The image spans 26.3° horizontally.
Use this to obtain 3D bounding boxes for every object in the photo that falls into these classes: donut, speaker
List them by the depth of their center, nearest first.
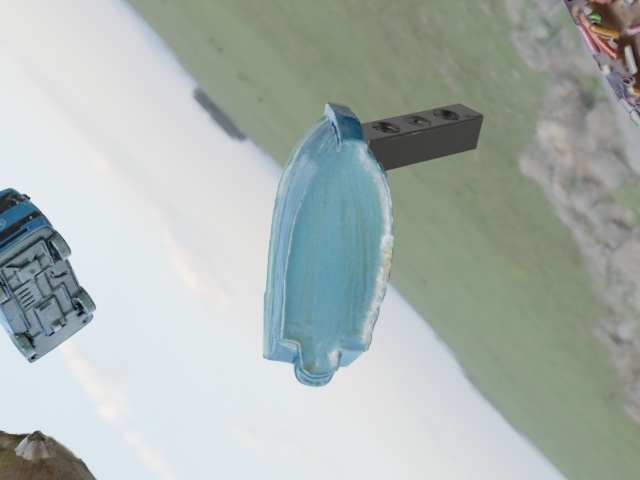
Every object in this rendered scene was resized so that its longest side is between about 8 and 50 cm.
[{"bbox_3d":[0.217,-0.183,0.969,0.235,0.089,0.235,55,-162,-27],"label":"donut"},{"bbox_3d":[0.101,-0.111,1.504,0.191,0.046,0.040,-16,-143,-43],"label":"speaker"}]

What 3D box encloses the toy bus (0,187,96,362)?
[{"bbox_3d":[-0.381,0.042,1.745,0.134,0.113,0.246,45,161,28],"label":"toy bus"}]

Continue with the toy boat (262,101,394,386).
[{"bbox_3d":[0.000,0.000,1.065,0.088,0.215,0.102,6,-175,-16],"label":"toy boat"}]

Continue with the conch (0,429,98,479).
[{"bbox_3d":[-0.299,0.312,1.400,0.263,0.324,0.186,-73,-27,-46],"label":"conch"}]
